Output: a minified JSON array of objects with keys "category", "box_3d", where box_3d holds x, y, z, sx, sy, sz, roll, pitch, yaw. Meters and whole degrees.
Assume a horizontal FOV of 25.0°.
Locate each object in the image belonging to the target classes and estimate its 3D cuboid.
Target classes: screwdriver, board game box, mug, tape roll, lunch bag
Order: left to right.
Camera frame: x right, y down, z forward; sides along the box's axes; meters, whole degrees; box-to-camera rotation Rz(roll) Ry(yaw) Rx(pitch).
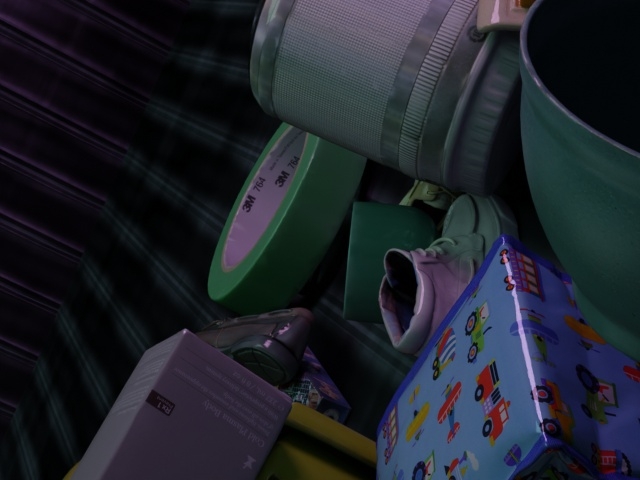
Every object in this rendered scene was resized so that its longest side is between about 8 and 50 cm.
[{"category":"board game box","box_3d":[-0.045,0.224,1.761,0.165,0.042,0.243,-64,19,8]},{"category":"tape roll","box_3d":[-0.046,-0.046,1.981,0.321,0.077,0.321,-54,17,25]},{"category":"screwdriver","box_3d":[0.000,0.000,1.951,0.024,0.025,0.170,-34,28,58]},{"category":"mug","box_3d":[0.079,0.025,1.557,0.158,0.097,0.129,-55,-31,-84]},{"category":"lunch bag","box_3d":[0.122,0.182,1.175,0.293,0.138,0.221,-48,29,32]}]

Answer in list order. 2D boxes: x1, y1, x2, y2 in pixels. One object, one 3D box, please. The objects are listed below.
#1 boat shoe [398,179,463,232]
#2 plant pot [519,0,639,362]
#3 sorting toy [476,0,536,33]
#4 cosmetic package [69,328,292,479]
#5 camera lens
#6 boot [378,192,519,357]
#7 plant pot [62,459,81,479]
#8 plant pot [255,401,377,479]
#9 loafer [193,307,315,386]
[{"category":"boat shoe","box_3d":[0.131,-0.052,1.594,0.059,0.063,0.170,-96,25,-51]},{"category":"plant pot","box_3d":[0.263,-0.034,0.939,0.293,0.293,0.196,-93,5,-52]},{"category":"sorting toy","box_3d":[0.254,-0.266,1.335,0.038,0.208,0.193,76,-160,-53]},{"category":"cosmetic package","box_3d":[-0.140,0.211,1.233,0.107,0.127,0.238,-31,28,55]},{"category":"camera lens","box_3d":[0.081,-0.187,1.453,0.219,0.274,0.219,-57,-18,-29]},{"category":"boot","box_3d":[0.122,0.024,1.420,0.095,0.123,0.258,-53,23,34]},{"category":"plant pot","box_3d":[-0.195,0.334,1.741,0.254,0.254,0.239,-61,5,16]},{"category":"plant pot","box_3d":[-0.020,0.291,1.354,0.227,0.228,0.207,-39,26,50]},{"category":"loafer","box_3d":[-0.087,0.134,1.807,0.084,0.096,0.267,-52,20,-24]}]
